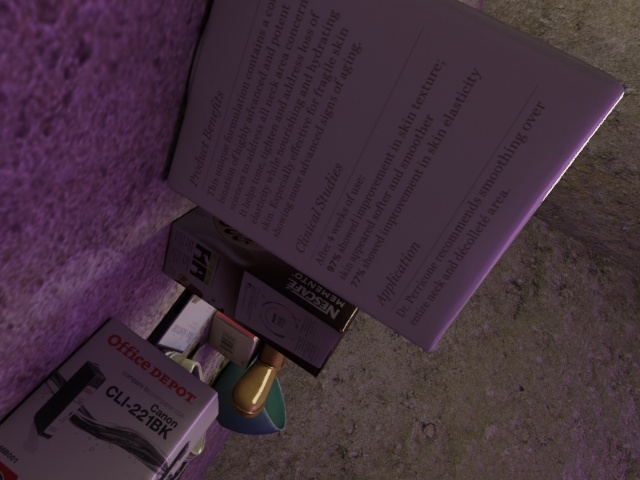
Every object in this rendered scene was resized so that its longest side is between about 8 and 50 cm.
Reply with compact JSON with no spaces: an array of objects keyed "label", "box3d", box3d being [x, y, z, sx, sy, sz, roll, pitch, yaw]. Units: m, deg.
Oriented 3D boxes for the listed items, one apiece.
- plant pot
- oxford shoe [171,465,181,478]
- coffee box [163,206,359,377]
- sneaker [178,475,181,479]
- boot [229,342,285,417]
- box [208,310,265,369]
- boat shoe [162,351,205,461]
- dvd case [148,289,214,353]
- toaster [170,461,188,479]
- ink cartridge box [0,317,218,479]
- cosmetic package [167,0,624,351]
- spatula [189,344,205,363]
[{"label":"plant pot","box3d":[-0.264,0.547,1.579,0.195,0.291,0.290,-22,171,3]},{"label":"oxford shoe","box3d":[-0.374,0.469,1.009,0.130,0.132,0.363,-55,167,4]},{"label":"coffee box","box3d":[-0.076,0.054,0.733,0.168,0.297,0.119,-46,165,-51]},{"label":"sneaker","box3d":[-0.482,0.718,1.408,0.147,0.104,0.296,-66,174,34]},{"label":"boot","box3d":[-0.116,0.264,1.114,0.270,0.089,0.236,-63,179,20]},{"label":"box","box3d":[-0.175,0.199,1.219,0.232,0.126,0.149,-49,165,-47]},{"label":"boat shoe","box3d":[-0.284,0.364,0.952,0.109,0.093,0.303,-59,151,-52]},{"label":"dvd case","box3d":[-0.239,0.114,0.936,0.253,0.022,0.180,-55,171,-15]},{"label":"toaster","box3d":[-0.422,0.586,1.200,0.227,0.129,0.147,-51,173,-47]},{"label":"ink cartridge box","box3d":[-0.296,0.273,0.605,0.273,0.196,0.114,-52,169,-36]},{"label":"cosmetic package","box3d":[0.082,-0.150,0.598,0.330,0.393,0.327,-63,169,30]},{"label":"spatula","box3d":[-0.366,0.375,1.131,0.168,0.019,0.242,-46,165,-55]}]
